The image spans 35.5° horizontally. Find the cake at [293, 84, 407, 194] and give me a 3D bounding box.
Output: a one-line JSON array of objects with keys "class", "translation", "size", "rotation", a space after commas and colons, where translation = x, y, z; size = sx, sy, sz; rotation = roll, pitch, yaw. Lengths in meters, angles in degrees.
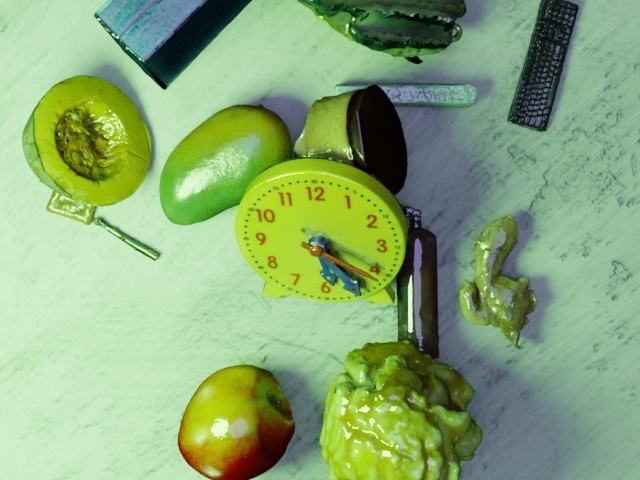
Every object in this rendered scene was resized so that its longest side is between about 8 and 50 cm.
[{"class": "cake", "translation": [0.030, -0.148, 1.637], "size": [0.178, 0.208, 0.185], "rotation": [-7, 58, 25]}]

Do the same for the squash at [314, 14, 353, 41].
[{"class": "squash", "translation": [0.028, -0.371, 1.705], "size": [0.089, 0.027, 0.027], "rotation": [32, 90, -4]}]

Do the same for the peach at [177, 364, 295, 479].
[{"class": "peach", "translation": [-0.144, 0.308, 1.639], "size": [0.197, 0.197, 0.197], "rotation": [0, 91, -2]}]

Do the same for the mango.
[{"class": "mango", "translation": [-0.163, -0.126, 1.664], "size": [0.251, 0.114, 0.156], "rotation": [-31, 102, 11]}]

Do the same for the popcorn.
[{"class": "popcorn", "translation": [0.126, 0.311, 1.596], "size": [0.282, 0.282, 0.247], "rotation": [20, 119, -3]}]

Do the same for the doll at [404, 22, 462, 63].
[{"class": "doll", "translation": [0.134, -0.419, 1.663], "size": [0.257, 0.117, 0.182], "rotation": [37, 83, 0]}]

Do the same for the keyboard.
[{"class": "keyboard", "translation": [0.386, -0.306, 1.722], "size": [0.072, 0.023, 0.231], "rotation": [15, 91, -5]}]

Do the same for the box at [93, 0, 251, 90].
[{"class": "box", "translation": [-0.207, -0.381, 1.569], "size": [0.116, 0.279, 0.261], "rotation": [43, 89, -1]}]

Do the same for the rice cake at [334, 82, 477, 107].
[{"class": "rice cake", "translation": [0.145, -0.248, 1.702], "size": [0.245, 0.045, 0.042], "rotation": [1, 91, -2]}]

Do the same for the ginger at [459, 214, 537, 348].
[{"class": "ginger", "translation": [0.315, 0.067, 1.712], "size": [0.133, 0.059, 0.214], "rotation": [17, 89, 5]}]

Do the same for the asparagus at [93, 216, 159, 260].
[{"class": "asparagus", "translation": [-0.332, -0.003, 1.702], "size": [0.127, 0.018, 0.015], "rotation": [31, 55, -3]}]

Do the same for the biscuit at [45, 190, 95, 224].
[{"class": "biscuit", "translation": [-0.416, -0.076, 1.697], "size": [0.081, 0.018, 0.083], "rotation": [20, 91, -3]}]

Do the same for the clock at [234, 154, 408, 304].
[{"class": "clock", "translation": [-0.001, 0.001, 1.590], "size": [0.277, 0.071, 0.293], "rotation": [-2, 129, 15]}]

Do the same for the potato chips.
[{"class": "potato chips", "translation": [0.063, -0.457, 1.505], "size": [0.429, 0.070, 0.358], "rotation": [-3, 81, -32]}]

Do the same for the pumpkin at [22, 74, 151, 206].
[{"class": "pumpkin", "translation": [-0.399, -0.155, 1.642], "size": [0.110, 0.217, 0.217], "rotation": [-10, 92, 39]}]

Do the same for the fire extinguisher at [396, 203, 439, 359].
[{"class": "fire extinguisher", "translation": [0.154, 0.067, 1.694], "size": [0.089, 0.072, 0.268], "rotation": [-2, 91, -6]}]
